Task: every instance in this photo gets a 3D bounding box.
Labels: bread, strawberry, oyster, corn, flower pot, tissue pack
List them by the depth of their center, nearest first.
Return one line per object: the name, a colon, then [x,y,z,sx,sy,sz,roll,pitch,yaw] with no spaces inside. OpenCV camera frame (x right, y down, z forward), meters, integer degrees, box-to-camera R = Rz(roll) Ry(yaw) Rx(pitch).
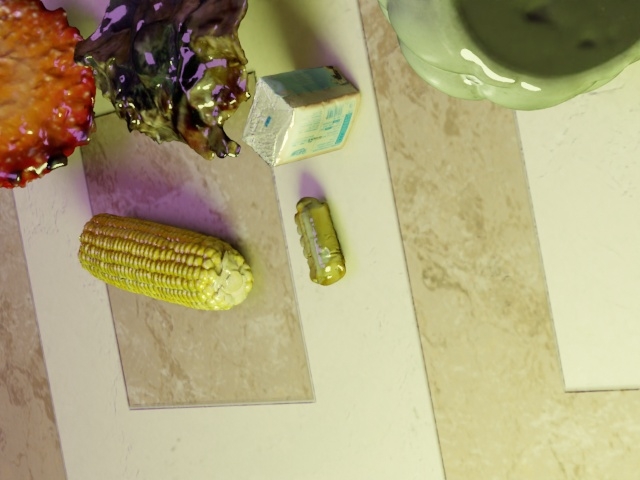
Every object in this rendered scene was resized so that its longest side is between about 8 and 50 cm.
flower pot: [0.150,-0.216,1.244,0.195,0.246,0.246,-115,29,-67]
tissue pack: [-0.016,-0.115,1.566,0.059,0.094,0.074,41,128,29]
bread: [0.000,0.000,1.622,0.049,0.033,0.088,-40,64,61]
oyster: [-0.154,-0.206,1.662,0.361,0.096,0.221,19,95,62]
corn: [-0.168,0.022,1.785,0.248,0.081,0.081,13,109,47]
strawberry: [-0.340,-0.149,1.895,0.178,0.234,0.234,81,168,-78]
